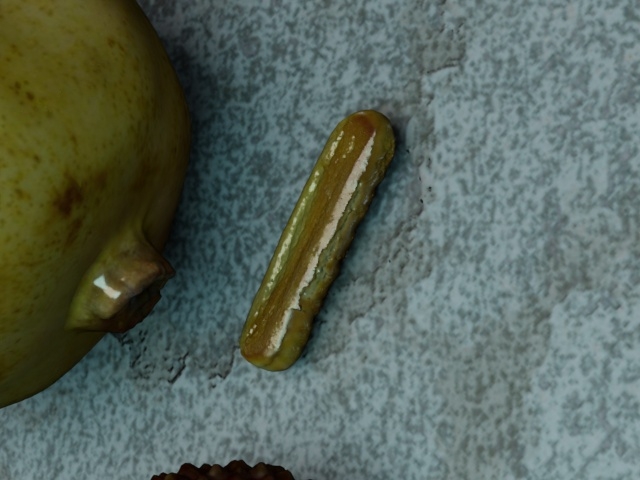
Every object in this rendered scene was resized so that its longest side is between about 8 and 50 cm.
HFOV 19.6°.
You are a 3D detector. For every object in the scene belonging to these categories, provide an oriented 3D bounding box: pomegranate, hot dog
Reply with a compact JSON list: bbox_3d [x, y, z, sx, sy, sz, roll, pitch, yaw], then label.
[{"bbox_3d":[-0.282,-0.047,1.396,0.416,0.416,0.417,-7,76,30],"label":"pomegranate"},{"bbox_3d":[0.000,0.000,1.415,0.066,0.047,0.216,27,95,47],"label":"hot dog"}]

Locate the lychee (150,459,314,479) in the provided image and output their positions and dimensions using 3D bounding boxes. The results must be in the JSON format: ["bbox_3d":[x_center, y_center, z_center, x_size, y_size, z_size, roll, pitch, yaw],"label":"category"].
[{"bbox_3d":[-0.086,0.293,1.276,0.304,0.276,0.276,-48,60,8],"label":"lychee"}]
